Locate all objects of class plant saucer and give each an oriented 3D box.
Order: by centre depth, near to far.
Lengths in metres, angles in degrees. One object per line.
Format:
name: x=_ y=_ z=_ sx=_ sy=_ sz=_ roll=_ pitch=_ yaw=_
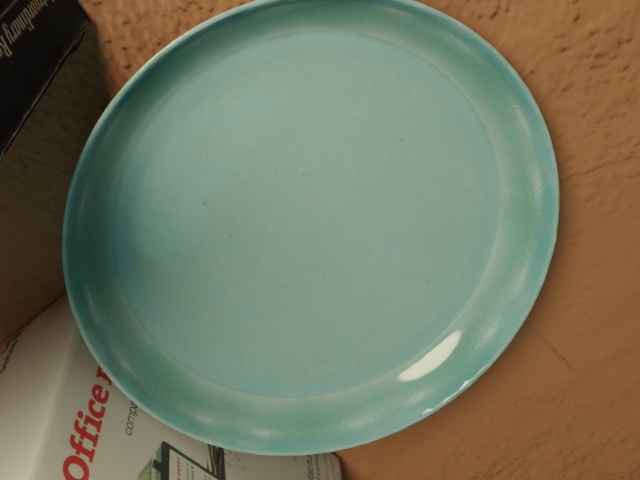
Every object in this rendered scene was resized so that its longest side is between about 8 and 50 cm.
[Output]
plant saucer: x=0.000 y=0.000 z=0.499 sx=0.317 sy=0.044 sz=0.317 roll=-5 pitch=114 yaw=-12

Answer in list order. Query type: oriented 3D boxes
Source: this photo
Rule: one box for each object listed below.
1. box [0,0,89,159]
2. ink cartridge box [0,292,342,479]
box: x=-0.307 y=-0.148 z=0.262 sx=0.212 sy=0.293 sz=0.395 roll=-24 pitch=122 yaw=13
ink cartridge box: x=-0.111 y=0.194 z=0.554 sx=0.121 sy=0.211 sz=0.289 roll=-38 pitch=119 yaw=18
